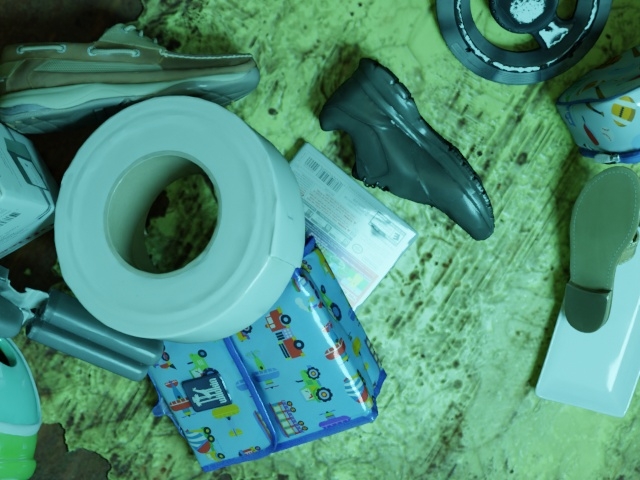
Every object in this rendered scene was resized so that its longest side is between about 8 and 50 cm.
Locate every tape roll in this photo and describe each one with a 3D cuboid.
[{"bbox_3d":[-0.164,-0.022,1.126,0.286,0.100,0.286,-3,78,17],"label":"tape roll"}]

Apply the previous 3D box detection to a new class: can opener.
[{"bbox_3d":[-0.325,0.107,1.152,0.280,0.093,0.074,25,128,-27],"label":"can opener"}]

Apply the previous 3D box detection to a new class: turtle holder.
[{"bbox_3d":[-0.481,0.201,1.121,0.320,0.243,0.227,16,72,-45],"label":"turtle holder"}]

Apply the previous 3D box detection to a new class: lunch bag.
[{"bbox_3d":[0.458,-0.197,1.208,0.303,0.243,0.115,-30,101,-3],"label":"lunch bag"},{"bbox_3d":[-0.095,0.162,1.252,0.293,0.138,0.221,-24,102,17],"label":"lunch bag"}]

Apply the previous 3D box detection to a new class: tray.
[{"bbox_3d":[0.403,0.107,1.355,0.145,0.030,0.270,15,96,-11],"label":"tray"}]

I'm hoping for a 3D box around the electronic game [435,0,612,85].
[{"bbox_3d":[0.264,-0.315,1.246,0.229,0.048,0.229,0,112,0],"label":"electronic game"}]

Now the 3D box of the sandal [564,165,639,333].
[{"bbox_3d":[0.386,0.005,1.294,0.088,0.079,0.240,20,116,30],"label":"sandal"}]

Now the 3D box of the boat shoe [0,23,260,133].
[{"bbox_3d":[-0.237,-0.211,1.176,0.325,0.123,0.116,-8,82,-13],"label":"boat shoe"}]

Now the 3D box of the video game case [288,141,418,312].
[{"bbox_3d":[0.000,0.000,1.288,0.201,0.023,0.183,39,92,-12],"label":"video game case"}]

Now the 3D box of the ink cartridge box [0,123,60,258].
[{"bbox_3d":[-0.429,-0.037,1.083,0.211,0.289,0.121,-29,88,-3],"label":"ink cartridge box"}]

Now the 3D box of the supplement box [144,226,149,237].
[{"bbox_3d":[-0.279,-0.012,1.239,0.098,0.036,0.062,-28,101,-3],"label":"supplement box"}]

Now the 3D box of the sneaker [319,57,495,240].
[{"bbox_3d":[0.114,-0.100,1.259,0.130,0.109,0.286,-41,95,10],"label":"sneaker"}]
